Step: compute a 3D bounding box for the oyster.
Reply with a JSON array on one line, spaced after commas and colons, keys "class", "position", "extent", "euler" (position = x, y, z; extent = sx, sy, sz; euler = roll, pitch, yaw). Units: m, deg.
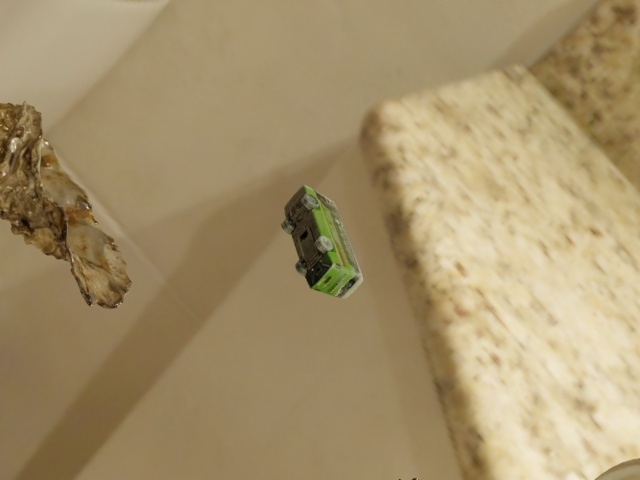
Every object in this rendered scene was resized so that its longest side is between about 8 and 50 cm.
[{"class": "oyster", "position": [-0.185, -0.027, 0.811], "extent": [0.177, 0.056, 0.105], "euler": [59, 10, 18]}]

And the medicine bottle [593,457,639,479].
[{"class": "medicine bottle", "position": [0.231, 0.181, 0.436], "extent": [0.293, 0.170, 0.170], "euler": [17, 34, -15]}]

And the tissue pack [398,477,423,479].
[{"class": "tissue pack", "position": [0.048, 0.402, 1.076], "extent": [0.123, 0.332, 0.245], "euler": [15, 31, -1]}]

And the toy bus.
[{"class": "toy bus", "position": [0.000, 0.000, 0.826], "extent": [0.037, 0.031, 0.083], "euler": [21, 33, -34]}]
